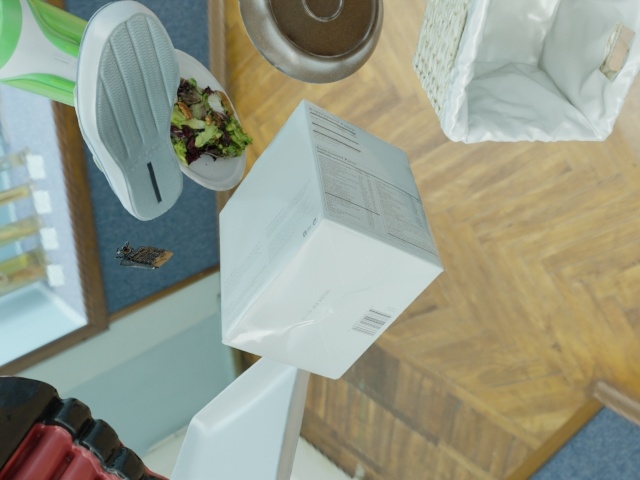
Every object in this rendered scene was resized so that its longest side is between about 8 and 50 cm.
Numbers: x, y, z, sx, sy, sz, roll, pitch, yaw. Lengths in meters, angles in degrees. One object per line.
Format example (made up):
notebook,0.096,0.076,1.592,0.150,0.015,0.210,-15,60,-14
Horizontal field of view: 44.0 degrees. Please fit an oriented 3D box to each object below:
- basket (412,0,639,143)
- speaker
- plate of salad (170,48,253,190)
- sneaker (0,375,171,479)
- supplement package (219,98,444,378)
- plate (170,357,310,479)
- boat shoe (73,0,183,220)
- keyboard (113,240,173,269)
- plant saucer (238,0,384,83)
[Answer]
basket,0.359,-0.373,1.389,0.266,0.332,0.328,-111,25,-49
speaker,-0.345,-0.248,1.089,0.131,0.297,0.131,-4,82,30
plate of salad,-0.151,-0.160,1.024,0.048,0.200,0.199,-21,96,27
sneaker,-0.112,0.208,0.488,0.314,0.116,0.136,35,125,-5
supplement package,0.000,0.000,0.861,0.194,0.149,0.203,-50,31,31
plate,-0.101,0.264,0.938,0.045,0.277,0.278,36,124,-16
boat shoe,-0.163,-0.101,0.624,0.076,0.083,0.226,41,149,20
keyboard,-0.342,0.020,1.515,0.192,0.100,0.038,-117,33,-83
plant saucer,-0.004,-0.459,1.517,0.050,0.311,0.310,2,114,63
